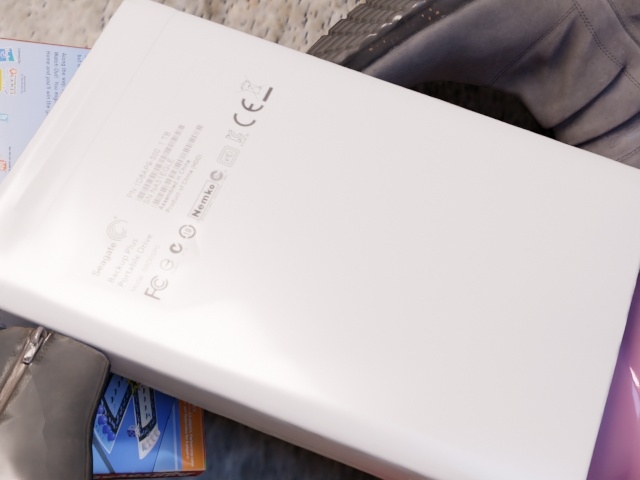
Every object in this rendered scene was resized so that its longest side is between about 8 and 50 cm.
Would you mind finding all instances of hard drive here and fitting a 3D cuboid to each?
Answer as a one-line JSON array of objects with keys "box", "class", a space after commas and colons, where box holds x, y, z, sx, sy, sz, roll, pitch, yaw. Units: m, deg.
[{"box": [0.000, 0.000, 0.602, 0.353, 0.047, 0.233, 20, 60, 8], "class": "hard drive"}]

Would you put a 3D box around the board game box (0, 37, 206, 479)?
[{"box": [-0.150, 0.006, 0.641, 0.145, 0.027, 0.281, 3, 67, -21], "class": "board game box"}]

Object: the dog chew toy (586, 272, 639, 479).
[{"box": [0.242, 0.108, 0.683, 0.331, 0.206, 0.207, -1, 68, -16], "class": "dog chew toy"}]

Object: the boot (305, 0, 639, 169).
[{"box": [0.158, -0.113, 0.757, 0.338, 0.118, 0.223, -29, 110, 1], "class": "boot"}]

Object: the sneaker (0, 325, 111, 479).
[{"box": [-0.221, 0.102, 0.528, 0.222, 0.083, 0.118, 7, 52, -1], "class": "sneaker"}]

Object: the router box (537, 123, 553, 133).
[{"box": [0.240, -0.131, 0.871, 0.092, 0.038, 0.123, 25, 60, -12], "class": "router box"}]
